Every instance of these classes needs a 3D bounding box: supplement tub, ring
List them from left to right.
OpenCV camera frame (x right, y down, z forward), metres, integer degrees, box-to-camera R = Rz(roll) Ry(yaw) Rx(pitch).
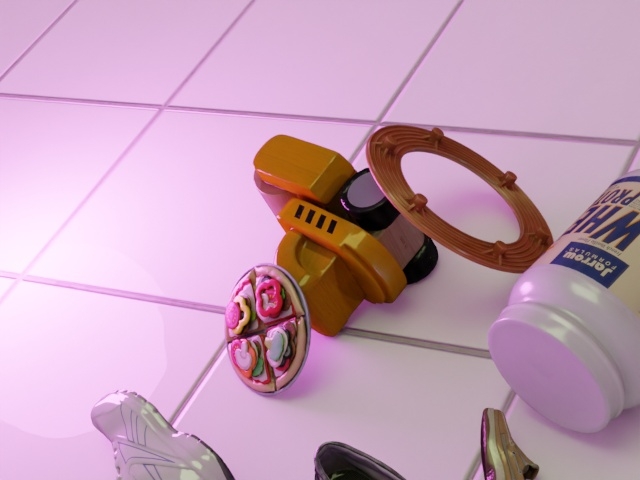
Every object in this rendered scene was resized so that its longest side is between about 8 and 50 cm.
[{"bbox_3d":[0.221,-0.074,2.171,0.032,0.336,0.336,-56,27,28],"label":"ring"},{"bbox_3d":[0.404,0.081,1.919,0.235,0.235,0.325,23,55,42],"label":"supplement tub"}]

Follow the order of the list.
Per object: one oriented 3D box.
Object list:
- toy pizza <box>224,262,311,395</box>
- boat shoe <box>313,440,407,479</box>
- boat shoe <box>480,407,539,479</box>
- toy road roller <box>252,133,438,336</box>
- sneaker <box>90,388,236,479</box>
[{"bbox_3d":[-0.089,0.134,2.139,0.032,0.201,0.201,1,19,-42],"label":"toy pizza"},{"bbox_3d":[0.094,0.369,1.812,0.121,0.119,0.335,-40,42,-23],"label":"boat shoe"},{"bbox_3d":[0.253,0.304,1.873,0.072,0.068,0.190,-4,49,2],"label":"boat shoe"},{"bbox_3d":[0.000,0.000,2.241,0.329,0.202,0.240,25,68,41],"label":"toy road roller"},{"bbox_3d":[-0.254,0.315,2.055,0.129,0.111,0.297,-45,42,-19],"label":"sneaker"}]
